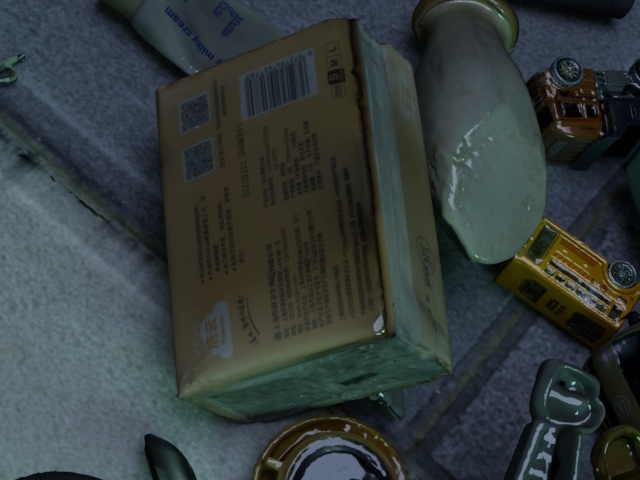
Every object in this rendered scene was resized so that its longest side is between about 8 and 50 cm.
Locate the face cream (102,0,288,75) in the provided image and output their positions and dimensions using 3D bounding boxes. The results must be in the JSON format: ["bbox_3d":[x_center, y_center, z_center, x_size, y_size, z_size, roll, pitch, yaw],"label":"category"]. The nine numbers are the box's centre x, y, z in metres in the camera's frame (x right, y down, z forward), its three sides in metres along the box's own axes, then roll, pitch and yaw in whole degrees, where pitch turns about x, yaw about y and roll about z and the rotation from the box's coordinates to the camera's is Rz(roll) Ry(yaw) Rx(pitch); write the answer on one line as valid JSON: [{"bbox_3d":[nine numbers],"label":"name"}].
[{"bbox_3d":[-0.107,-0.202,1.565,0.224,0.070,0.114,35,59,-7],"label":"face cream"}]

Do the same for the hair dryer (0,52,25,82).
[{"bbox_3d":[-0.382,-0.144,1.457,0.167,0.067,0.199,25,48,4],"label":"hair dryer"}]

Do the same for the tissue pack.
[{"bbox_3d":[0.000,0.000,1.424,0.238,0.238,0.305,2,63,-16],"label":"tissue pack"}]

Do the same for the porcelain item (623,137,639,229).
[{"bbox_3d":[0.459,-0.077,1.537,0.286,0.281,0.157,-7,64,-22],"label":"porcelain item"}]

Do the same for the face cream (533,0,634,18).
[{"bbox_3d":[0.195,-0.294,1.691,0.283,0.073,0.073,10,61,-12],"label":"face cream"}]

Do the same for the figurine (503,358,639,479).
[{"bbox_3d":[0.226,0.282,1.342,0.285,0.167,0.342,-23,115,-23],"label":"figurine"}]

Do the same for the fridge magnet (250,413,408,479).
[{"bbox_3d":[0.010,0.218,1.368,0.143,0.063,0.143,4,74,-12],"label":"fridge magnet"}]

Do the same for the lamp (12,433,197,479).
[{"bbox_3d":[-0.221,0.209,1.268,0.283,0.124,0.203,-7,23,-9],"label":"lamp"}]

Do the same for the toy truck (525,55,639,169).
[{"bbox_3d":[0.300,-0.128,1.630,0.192,0.083,0.092,0,68,-18],"label":"toy truck"}]

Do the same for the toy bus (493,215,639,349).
[{"bbox_3d":[0.221,0.029,1.531,0.162,0.069,0.074,35,60,2],"label":"toy bus"}]

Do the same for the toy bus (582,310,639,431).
[{"bbox_3d":[0.399,0.109,1.491,0.289,0.157,0.139,-15,68,-23],"label":"toy bus"}]

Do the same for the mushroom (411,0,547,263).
[{"bbox_3d":[0.144,-0.121,1.522,0.128,0.128,0.350,13,42,-10],"label":"mushroom"}]
